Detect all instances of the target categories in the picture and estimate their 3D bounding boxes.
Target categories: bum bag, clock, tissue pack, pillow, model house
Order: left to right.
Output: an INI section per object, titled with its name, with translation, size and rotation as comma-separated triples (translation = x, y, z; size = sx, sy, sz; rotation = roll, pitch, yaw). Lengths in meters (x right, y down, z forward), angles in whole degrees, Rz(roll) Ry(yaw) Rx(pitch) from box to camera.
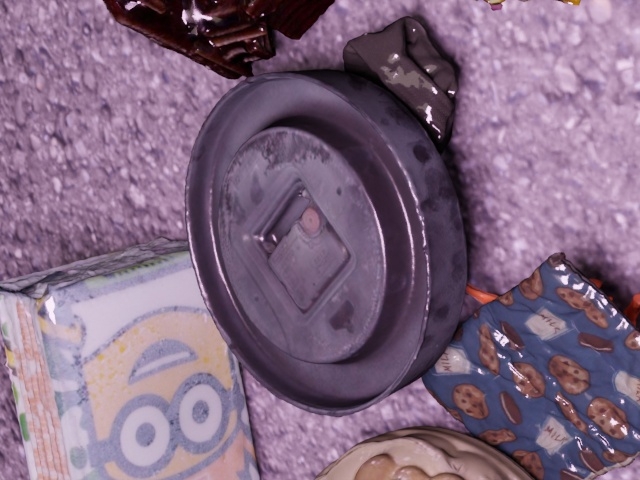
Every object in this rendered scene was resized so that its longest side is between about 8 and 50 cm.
[tissue pack]
translation = -0.192, 0.169, 1.440
size = 0.128, 0.228, 0.311
rotation = 2, 104, 46
[model house]
translation = -0.087, -0.239, 1.296
size = 0.164, 0.203, 0.141
rotation = 3, 82, 45
[clock]
translation = -0.001, 0.001, 1.290
size = 0.319, 0.066, 0.319
rotation = 16, 113, 43
[bum bag]
translation = 0.073, -0.044, 1.305
size = 0.142, 0.079, 0.326
rotation = 20, 116, 38
[pillow]
translation = 0.202, 0.130, 1.238
size = 0.189, 0.034, 0.255
rotation = 48, 141, 4

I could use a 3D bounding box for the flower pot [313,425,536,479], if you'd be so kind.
[flower pot]
translation = 0.074, 0.342, 1.276
size = 0.307, 0.244, 0.308
rotation = 17, 120, 32

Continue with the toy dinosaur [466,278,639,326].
[toy dinosaur]
translation = 0.253, 0.089, 1.225
size = 0.279, 0.055, 0.101
rotation = 24, 125, 27

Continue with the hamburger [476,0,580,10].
[hamburger]
translation = 0.150, -0.305, 1.137
size = 0.261, 0.138, 0.243
rotation = 19, 112, 33
